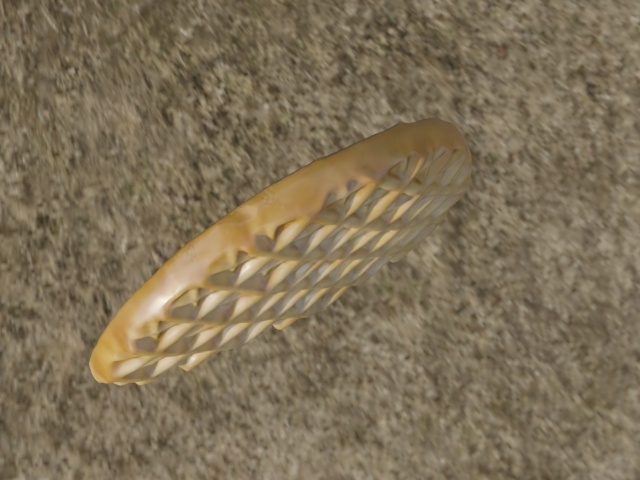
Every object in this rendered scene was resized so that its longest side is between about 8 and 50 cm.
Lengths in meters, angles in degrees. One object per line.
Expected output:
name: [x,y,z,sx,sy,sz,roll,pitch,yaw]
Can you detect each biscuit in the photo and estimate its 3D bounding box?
biscuit: [0.000,0.000,0.901,0.309,0.040,0.204,-24,161,-37]
